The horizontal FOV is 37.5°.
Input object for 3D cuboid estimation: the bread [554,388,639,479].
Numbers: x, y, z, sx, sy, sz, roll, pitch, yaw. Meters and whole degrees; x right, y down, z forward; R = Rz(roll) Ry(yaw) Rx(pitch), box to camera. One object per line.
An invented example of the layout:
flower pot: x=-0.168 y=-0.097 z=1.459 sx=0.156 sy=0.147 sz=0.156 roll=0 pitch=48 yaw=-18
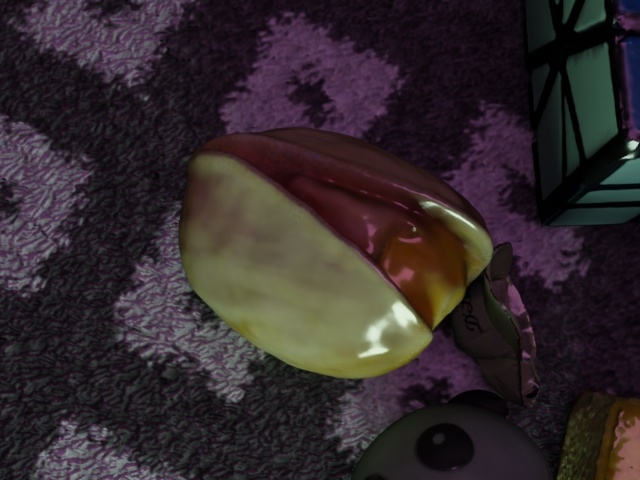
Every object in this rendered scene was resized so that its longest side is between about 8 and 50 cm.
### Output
bread: x=0.369 y=0.331 z=0.866 sx=0.324 sy=0.143 sz=0.333 roll=15 pitch=80 yaw=3

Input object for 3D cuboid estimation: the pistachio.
pistachio: x=0.000 y=0.000 z=0.875 sx=0.309 sy=0.230 sz=0.230 roll=21 pitch=78 yaw=38

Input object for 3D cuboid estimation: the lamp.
lamp: x=0.128 y=0.260 z=0.835 sx=0.198 sy=0.197 sz=0.244 roll=-27 pitch=43 yaw=-5

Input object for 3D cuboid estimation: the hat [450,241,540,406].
hat: x=0.167 y=0.083 z=0.910 sx=0.081 sy=0.166 sz=0.122 roll=-7 pitch=57 yaw=8

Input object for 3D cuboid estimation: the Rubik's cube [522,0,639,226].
Rubik's cube: x=0.360 y=-0.176 z=0.886 sx=0.283 sy=0.293 sz=0.288 roll=-3 pitch=81 yaw=1
